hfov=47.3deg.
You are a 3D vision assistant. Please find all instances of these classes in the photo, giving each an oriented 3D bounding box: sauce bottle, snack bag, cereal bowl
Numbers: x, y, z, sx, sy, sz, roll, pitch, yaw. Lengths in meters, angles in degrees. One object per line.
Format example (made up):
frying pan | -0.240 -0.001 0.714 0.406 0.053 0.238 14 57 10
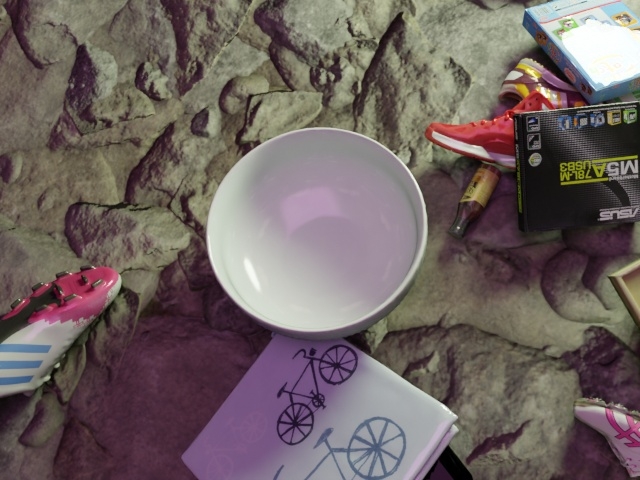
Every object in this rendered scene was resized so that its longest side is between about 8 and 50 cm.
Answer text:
sauce bottle | 0.248 -0.063 1.180 0.042 0.042 0.128 27 77 17
snack bag | -0.019 0.300 1.079 0.342 0.037 0.323 31 80 35
cereal bowl | 0.000 0.000 1.146 0.338 0.141 0.339 -3 68 8

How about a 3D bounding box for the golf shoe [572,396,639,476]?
golf shoe | 0.439 0.285 1.022 0.186 0.067 0.086 25 80 16

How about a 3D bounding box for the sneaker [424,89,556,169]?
sneaker | 0.287 -0.187 1.172 0.221 0.087 0.128 16 100 2

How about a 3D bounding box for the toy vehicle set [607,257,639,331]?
toy vehicle set | 0.552 0.126 1.034 0.166 0.035 0.267 -28 83 4

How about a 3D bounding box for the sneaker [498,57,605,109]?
sneaker | 0.383 -0.220 1.200 0.185 0.069 0.084 38 91 25

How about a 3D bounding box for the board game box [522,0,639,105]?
board game box | 0.454 -0.323 1.190 0.160 0.039 0.212 -19 56 -10

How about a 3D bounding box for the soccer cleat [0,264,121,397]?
soccer cleat | -0.467 0.168 1.208 0.331 0.143 0.116 -33 36 -22

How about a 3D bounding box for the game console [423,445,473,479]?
game console | 0.038 0.401 1.069 0.361 0.044 0.213 -39 69 -5

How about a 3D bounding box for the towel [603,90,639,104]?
towel | 0.637 -0.236 1.172 0.324 0.038 0.248 -28 69 0

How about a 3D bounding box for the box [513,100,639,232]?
box | 0.395 -0.112 1.116 0.190 0.045 0.184 -5 98 -1
